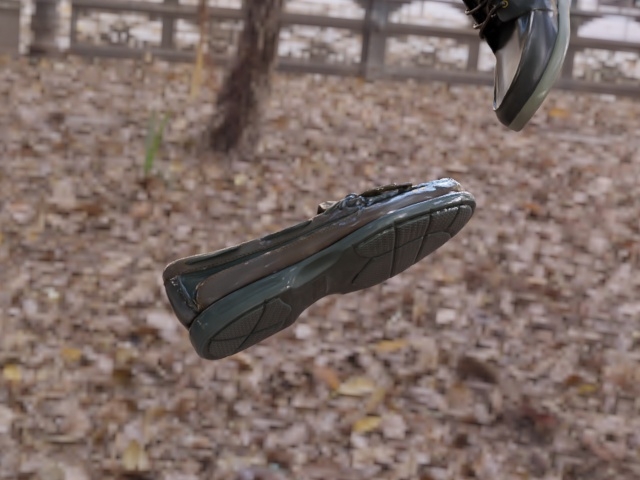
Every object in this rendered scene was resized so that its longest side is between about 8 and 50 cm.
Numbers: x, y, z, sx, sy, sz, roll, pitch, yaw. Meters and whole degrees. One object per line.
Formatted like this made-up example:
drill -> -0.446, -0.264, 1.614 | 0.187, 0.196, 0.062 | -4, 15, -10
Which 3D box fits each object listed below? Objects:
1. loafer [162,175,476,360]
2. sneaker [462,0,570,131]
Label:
loafer -> 0.000, 0.000, 1.106 | 0.267, 0.096, 0.084 | -26, 64, -22
sneaker -> 0.144, -0.196, 1.164 | 0.118, 0.222, 0.083 | 20, -33, -11
